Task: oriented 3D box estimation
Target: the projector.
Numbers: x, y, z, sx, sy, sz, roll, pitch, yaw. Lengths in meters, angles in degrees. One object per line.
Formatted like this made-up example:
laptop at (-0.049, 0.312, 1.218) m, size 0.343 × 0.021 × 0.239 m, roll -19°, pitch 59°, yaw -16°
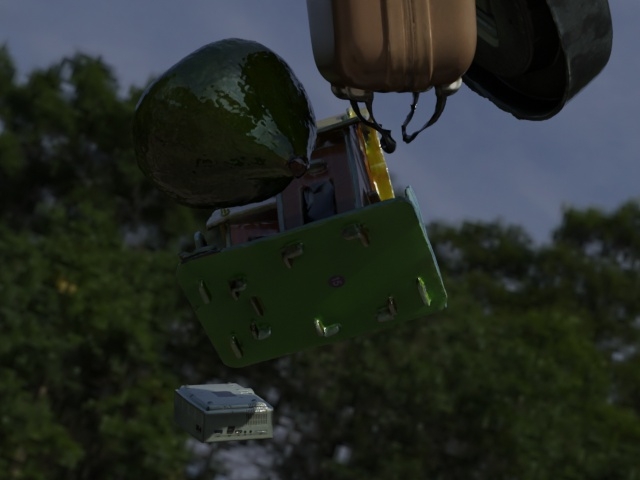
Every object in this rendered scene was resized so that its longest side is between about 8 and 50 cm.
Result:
projector at (-0.145, 0.254, 2.388) m, size 0.115 × 0.061 × 0.147 m, roll 1°, pitch 8°, yaw -23°

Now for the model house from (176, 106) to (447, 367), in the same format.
model house at (0.000, 0.000, 2.112) m, size 0.300 × 0.324 × 0.340 m, roll -16°, pitch -47°, yaw 9°

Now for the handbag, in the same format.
handbag at (0.068, -0.231, 1.643) m, size 0.149 × 0.283 × 0.302 m, roll -5°, pitch 6°, yaw -7°

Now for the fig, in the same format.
fig at (-0.075, -0.102, 1.736) m, size 0.235 × 0.203 × 0.203 m, roll 37°, pitch -8°, yaw 38°

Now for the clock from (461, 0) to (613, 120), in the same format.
clock at (0.180, -0.312, 1.814) m, size 0.386 × 0.076 × 0.386 m, roll 50°, pitch -14°, yaw 17°
